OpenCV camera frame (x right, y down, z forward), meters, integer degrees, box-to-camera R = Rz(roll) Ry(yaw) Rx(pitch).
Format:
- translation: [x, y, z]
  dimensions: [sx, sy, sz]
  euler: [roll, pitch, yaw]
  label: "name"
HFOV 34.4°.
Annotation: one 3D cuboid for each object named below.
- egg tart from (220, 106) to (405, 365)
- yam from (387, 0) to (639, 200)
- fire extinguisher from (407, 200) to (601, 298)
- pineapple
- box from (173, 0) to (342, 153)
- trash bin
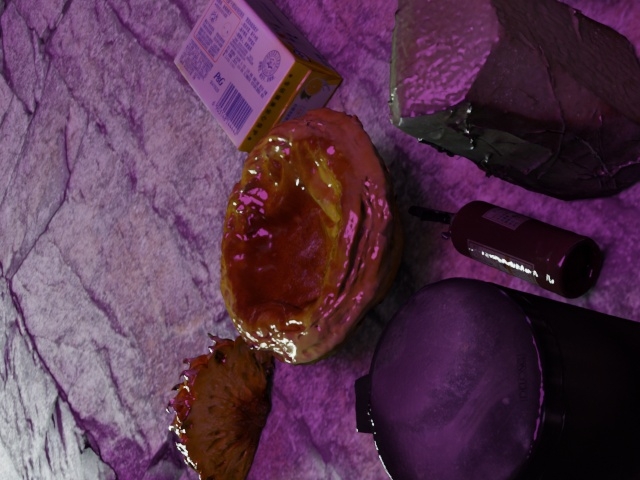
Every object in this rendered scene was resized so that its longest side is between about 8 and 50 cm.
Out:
- translation: [0.000, 0.000, 1.360]
  dimensions: [0.352, 0.150, 0.351]
  euler: [-21, 62, 47]
  label: "egg tart"
- translation: [0.201, -0.163, 1.118]
  dimensions: [0.201, 0.271, 0.202]
  euler: [-31, 52, 38]
  label: "yam"
- translation: [0.202, -0.003, 1.188]
  dimensions: [0.231, 0.099, 0.071]
  euler: [25, 104, 45]
  label: "fire extinguisher"
- translation: [-0.176, 0.230, 1.484]
  dimensions: [0.164, 0.140, 0.249]
  euler: [23, 98, 48]
  label: "pineapple"
- translation: [-0.101, -0.260, 1.575]
  dimensions: [0.168, 0.097, 0.265]
  euler: [-56, 47, 19]
  label: "box"
- translation: [0.217, 0.156, 0.981]
  dimensions: [0.252, 0.302, 0.202]
  euler: [-20, 65, 45]
  label: "trash bin"
